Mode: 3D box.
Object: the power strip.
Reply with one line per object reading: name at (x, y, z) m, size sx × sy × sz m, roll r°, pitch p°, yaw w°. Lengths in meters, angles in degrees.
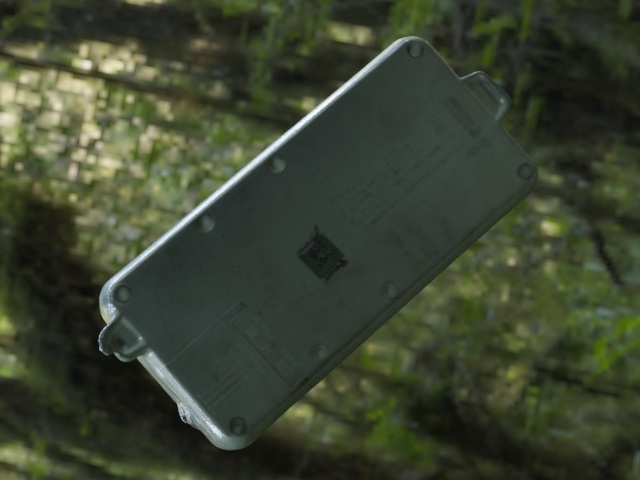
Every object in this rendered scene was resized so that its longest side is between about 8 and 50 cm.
power strip at (0.000, 0.000, 0.955) m, size 0.270 × 0.118 × 0.046 m, roll -41°, pitch -1°, yaw -15°
